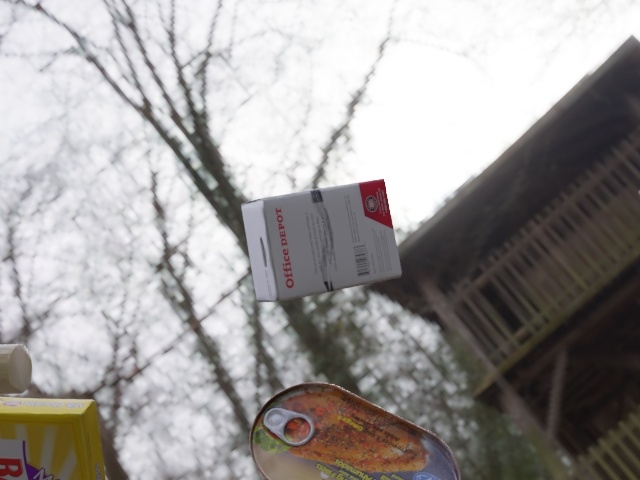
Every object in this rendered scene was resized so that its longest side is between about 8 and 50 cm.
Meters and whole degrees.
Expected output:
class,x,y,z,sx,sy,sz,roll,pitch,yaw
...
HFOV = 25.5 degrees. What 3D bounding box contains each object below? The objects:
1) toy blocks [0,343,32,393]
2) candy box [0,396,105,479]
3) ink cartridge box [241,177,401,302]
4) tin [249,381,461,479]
class,x,y,z,sx,sy,sz,roll,pitch,yaw
toy blocks,-0.417,0.069,1.061,0.288,0.260,0.309,-67,-30,-53
candy box,-0.186,0.199,0.918,0.027,0.105,0.205,-58,-35,-69
ink cartridge box,0.000,0.000,1.497,0.150,0.109,0.063,-10,2,-27
tin,0.029,0.191,1.191,0.106,0.190,0.040,-52,-26,-29
